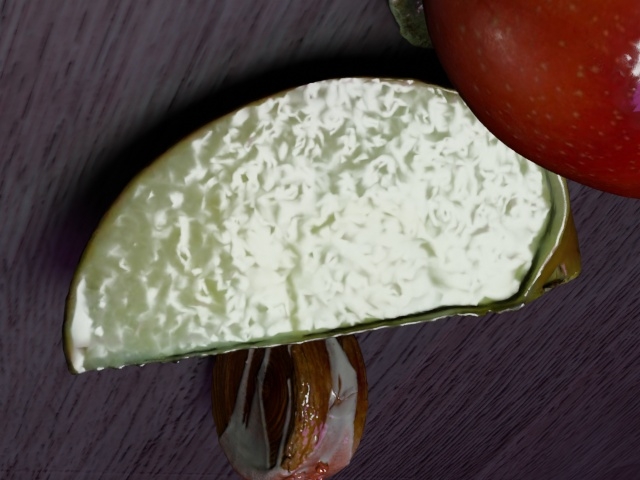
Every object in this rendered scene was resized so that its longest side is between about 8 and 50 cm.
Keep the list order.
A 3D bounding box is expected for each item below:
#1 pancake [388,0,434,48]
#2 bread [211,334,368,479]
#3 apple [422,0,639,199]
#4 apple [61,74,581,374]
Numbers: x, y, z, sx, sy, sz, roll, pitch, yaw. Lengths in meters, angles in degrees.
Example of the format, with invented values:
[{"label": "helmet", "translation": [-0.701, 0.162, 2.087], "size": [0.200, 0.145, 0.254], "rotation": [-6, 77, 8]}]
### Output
[{"label": "pancake", "translation": [0.100, -0.166, 0.817], "size": [0.116, 0.023, 0.129], "rotation": [-40, 144, 27]}, {"label": "bread", "translation": [-0.027, 0.129, 1.072], "size": [0.073, 0.160, 0.160], "rotation": [0, 143, -35]}, {"label": "apple", "translation": [0.187, -0.147, 0.697], "size": [0.260, 0.216, 0.260], "rotation": [-16, 138, -15]}, {"label": "apple", "translation": [0.000, 0.000, 0.870], "size": [0.346, 0.179, 0.254], "rotation": [-11, 138, 1]}]
